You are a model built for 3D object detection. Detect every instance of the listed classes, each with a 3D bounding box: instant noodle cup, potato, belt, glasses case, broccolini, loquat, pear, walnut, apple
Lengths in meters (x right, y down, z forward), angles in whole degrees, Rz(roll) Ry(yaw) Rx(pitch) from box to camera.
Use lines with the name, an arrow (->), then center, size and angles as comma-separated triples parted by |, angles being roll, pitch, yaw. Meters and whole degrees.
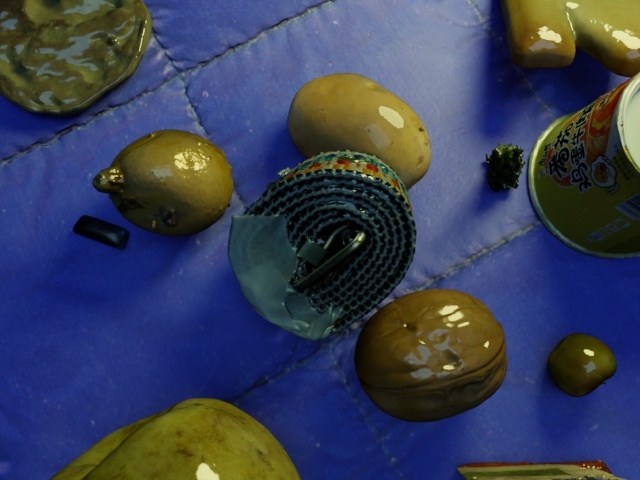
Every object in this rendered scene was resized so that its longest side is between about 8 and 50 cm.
instant noodle cup -> 0.460, -0.116, 0.677 | 0.265, 0.200, 0.263 | 0, 77, 0
potato -> 0.059, -0.163, 0.722 | 0.234, 0.146, 0.150 | 39, 49, 8
belt -> 0.000, 0.000, 0.639 | 0.258, 0.150, 0.207 | -38, 102, 19
glasses case -> -0.338, -0.015, 0.735 | 0.084, 0.023, 0.033 | 19, 80, 3
broccolini -> 0.269, -0.110, 0.682 | 0.058, 0.201, 0.073 | -8, 92, 16
loquat -> -0.217, -0.080, 0.676 | 0.172, 0.205, 0.149 | 21, 111, 33
pear -> -0.152, 0.336, 0.532 | 0.305, 0.304, 0.303 | 0, 78, -1
walnut -> 0.147, 0.150, 0.637 | 0.207, 0.167, 0.167 | -18, 79, -7
apple -> 0.361, 0.174, 0.667 | 0.074, 0.089, 0.089 | 41, 80, 23

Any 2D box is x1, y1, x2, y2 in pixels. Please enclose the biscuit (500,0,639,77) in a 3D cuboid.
biscuit -> 0.405, -0.360, 0.755 | 0.237, 0.062, 0.290 | 8, 55, 4

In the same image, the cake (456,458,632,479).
cake -> 0.311, 0.321, 0.636 | 0.221, 0.086, 0.116 | 30, 80, 6

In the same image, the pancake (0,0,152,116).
pancake -> -0.434, -0.338, 0.793 | 0.295, 0.049, 0.293 | 1, 78, -4
